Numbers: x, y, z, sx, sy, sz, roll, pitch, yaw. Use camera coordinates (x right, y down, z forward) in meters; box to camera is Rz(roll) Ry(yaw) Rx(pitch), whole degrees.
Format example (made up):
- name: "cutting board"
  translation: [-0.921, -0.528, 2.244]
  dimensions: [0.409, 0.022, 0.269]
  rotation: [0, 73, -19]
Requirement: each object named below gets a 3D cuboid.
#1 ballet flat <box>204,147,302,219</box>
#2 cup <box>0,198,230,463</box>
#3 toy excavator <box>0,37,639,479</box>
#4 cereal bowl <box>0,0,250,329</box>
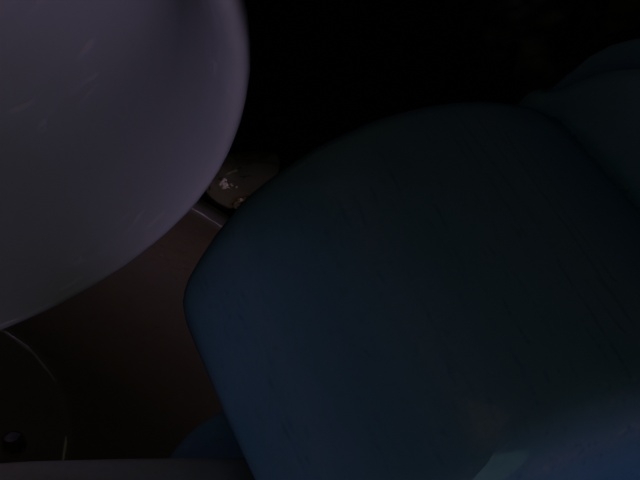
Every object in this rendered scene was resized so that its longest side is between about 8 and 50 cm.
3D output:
- name: "ballet flat"
  translation: [0.000, 0.000, 0.617]
  dimensions: [0.057, 0.049, 0.173]
  rotation: [-19, 147, 29]
- name: "cup"
  translation: [-0.178, 0.126, 0.628]
  dimensions: [0.331, 0.331, 0.237]
  rotation: [17, 173, -30]
- name: "toy excavator"
  translation: [-0.015, 0.093, 0.429]
  dimensions: [0.445, 0.222, 0.433]
  rotation: [15, 124, -39]
- name: "cereal bowl"
  translation: [-0.196, -0.083, 0.334]
  dimensions: [0.339, 0.141, 0.339]
  rotation: [-10, 152, -5]
